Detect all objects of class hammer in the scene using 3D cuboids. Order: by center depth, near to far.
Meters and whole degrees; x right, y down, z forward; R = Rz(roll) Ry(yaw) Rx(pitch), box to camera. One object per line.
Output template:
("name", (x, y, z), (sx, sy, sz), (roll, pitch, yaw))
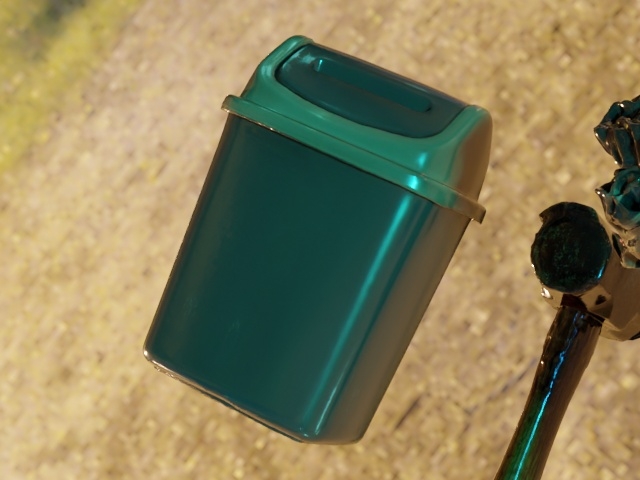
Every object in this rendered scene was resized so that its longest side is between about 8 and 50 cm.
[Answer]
("hammer", (0.229, 0.178, 1.885), (0.095, 0.242, 0.409), (22, 86, 27))

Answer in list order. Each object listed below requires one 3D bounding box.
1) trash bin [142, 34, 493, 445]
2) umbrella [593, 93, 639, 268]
("trash bin", (0.000, 0.000, 1.420), (0.290, 0.209, 0.182), (-66, -19, 1))
("umbrella", (0.245, 0.030, 1.093), (0.122, 0.272, 0.110), (-28, 23, -1))
